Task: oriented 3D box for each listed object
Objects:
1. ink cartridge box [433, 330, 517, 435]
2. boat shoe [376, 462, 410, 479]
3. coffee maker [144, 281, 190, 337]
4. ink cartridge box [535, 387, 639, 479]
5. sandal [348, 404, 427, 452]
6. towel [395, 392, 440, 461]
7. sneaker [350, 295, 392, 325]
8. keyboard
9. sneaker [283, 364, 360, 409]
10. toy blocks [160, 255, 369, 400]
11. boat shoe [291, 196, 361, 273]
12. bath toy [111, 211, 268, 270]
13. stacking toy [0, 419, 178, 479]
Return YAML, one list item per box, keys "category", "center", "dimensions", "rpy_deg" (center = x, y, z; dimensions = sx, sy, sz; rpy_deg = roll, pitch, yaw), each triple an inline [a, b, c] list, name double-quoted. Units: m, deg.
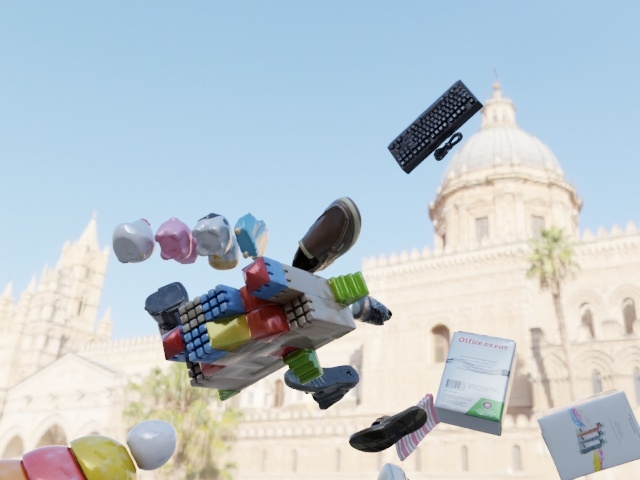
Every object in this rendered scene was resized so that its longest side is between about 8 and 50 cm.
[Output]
- category: "ink cartridge box"
  center: [0.365, 0.328, 1.569]
  dimensions: [0.153, 0.208, 0.087]
  rpy_deg: [8, -36, 24]
- category: "boat shoe"
  center: [0.182, 0.565, 1.199]
  dimensions: [0.158, 0.340, 0.127]
  rpy_deg: [18, -54, -12]
- category: "coffee maker"
  center: [-0.401, 0.206, 1.936]
  dimensions: [0.120, 0.171, 0.178]
  rpy_deg: [29, -34, 30]
- category: "ink cartridge box"
  center: [0.530, 0.380, 1.329]
  dimensions: [0.176, 0.127, 0.128]
  rpy_deg: [-22, -13, 14]
- category: "sandal"
  center: [0.176, 0.488, 1.774]
  dimensions: [0.219, 0.060, 0.090]
  rpy_deg: [-33, -65, 10]
- category: "towel"
  center: [0.305, 0.594, 2.143]
  dimensions: [0.029, 0.197, 0.144]
  rpy_deg: [21, -39, 43]
- category: "sneaker"
  center: [0.166, 0.224, 2.184]
  dimensions: [0.106, 0.101, 0.267]
  rpy_deg: [24, 4, 17]
- category: "keyboard"
  center: [0.207, -0.197, 1.210]
  dimensions: [0.180, 0.108, 0.023]
  rpy_deg: [-43, -34, 19]
- category: "sneaker"
  center: [-0.014, 0.390, 1.769]
  dimensions: [0.227, 0.087, 0.130]
  rpy_deg: [7, -54, -40]
- category: "toy blocks"
  center: [-0.130, 0.158, 1.191]
  dimensions: [0.381, 0.190, 0.261]
  rpy_deg: [-32, -29, 23]
- category: "boat shoe"
  center: [0.005, 0.006, 1.405]
  dimensions: [0.095, 0.095, 0.257]
  rpy_deg: [-26, -20, -30]
- category: "bath toy"
  center: [-0.302, -0.001, 1.547]
  dimensions: [0.348, 0.129, 0.151]
  rpy_deg: [-1, -59, 12]
- category: "stacking toy"
  center: [-0.545, 0.575, 1.555]
  dimensions: [0.480, 0.350, 0.350]
  rpy_deg: [-25, -14, -24]
